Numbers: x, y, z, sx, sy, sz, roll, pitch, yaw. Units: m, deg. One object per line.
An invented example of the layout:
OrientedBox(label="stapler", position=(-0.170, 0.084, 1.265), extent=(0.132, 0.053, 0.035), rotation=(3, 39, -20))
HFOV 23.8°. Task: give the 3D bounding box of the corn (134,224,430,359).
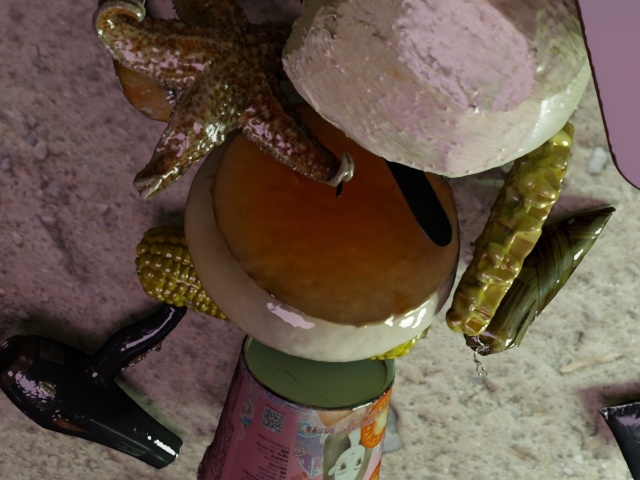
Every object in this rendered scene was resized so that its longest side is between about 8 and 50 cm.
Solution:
OrientedBox(label="corn", position=(-0.044, 0.058, 1.816), extent=(0.363, 0.120, 0.120), rotation=(15, 131, -4))

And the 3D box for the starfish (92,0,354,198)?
OrientedBox(label="starfish", position=(-0.082, -0.158, 1.526), extent=(0.303, 0.312, 0.113), rotation=(47, 146, -6))

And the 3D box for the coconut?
OrientedBox(label="coconut", position=(0.136, -0.203, 1.445), extent=(0.254, 0.297, 0.297), rotation=(41, 126, -14))

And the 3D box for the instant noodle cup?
OrientedBox(label="instant noodle cup", position=(-0.022, 0.231, 1.898), extent=(0.243, 0.243, 0.231), rotation=(12, 124, 0))

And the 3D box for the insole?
OrientedBox(label="insole", position=(0.054, -0.136, 1.562), extent=(0.007, 0.109, 0.322), rotation=(-29, 86, 26))

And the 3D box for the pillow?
OrientedBox(label="pillow", position=(0.472, 0.237, 1.916), extent=(0.208, 0.055, 0.141), rotation=(-18, 119, 23))

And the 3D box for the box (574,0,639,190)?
OrientedBox(label="box", position=(0.391, -0.213, 1.240), extent=(0.339, 0.229, 0.239), rotation=(-11, 113, 17))

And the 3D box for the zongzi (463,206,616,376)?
OrientedBox(label="zongzi", position=(0.246, 0.045, 1.708), extent=(0.184, 0.187, 0.084), rotation=(-31, 107, 30))

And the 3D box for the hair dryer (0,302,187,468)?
OrientedBox(label="hair dryer", position=(-0.216, 0.157, 1.963), extent=(0.359, 0.120, 0.303), rotation=(-37, 124, 24))

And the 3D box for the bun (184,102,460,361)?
OrientedBox(label="bun", position=(0.000, 0.000, 1.628), extent=(0.299, 0.299, 0.165), rotation=(20, 150, -7))

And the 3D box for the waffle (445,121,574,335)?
OrientedBox(label="waffle", position=(0.203, -0.019, 1.617), extent=(0.056, 0.253, 0.249), rotation=(25, 104, 1))

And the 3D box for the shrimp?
OrientedBox(label="shrimp", position=(-0.166, -0.205, 1.663), extent=(0.132, 0.052, 0.187), rotation=(-14, 135, 6))
